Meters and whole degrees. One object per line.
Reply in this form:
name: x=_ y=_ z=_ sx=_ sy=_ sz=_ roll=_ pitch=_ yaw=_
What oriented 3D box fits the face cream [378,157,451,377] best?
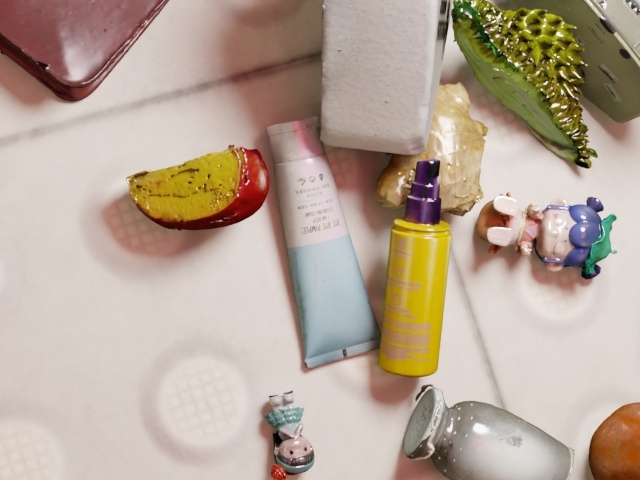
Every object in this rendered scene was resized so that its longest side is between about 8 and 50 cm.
face cream: x=0.122 y=0.032 z=1.763 sx=0.078 sy=0.078 sz=0.273 roll=1 pitch=103 yaw=-17

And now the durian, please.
durian: x=0.267 y=-0.237 z=1.834 sx=0.375 sy=0.132 sz=0.106 roll=46 pitch=64 yaw=-33

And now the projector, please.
projector: x=0.361 y=-0.285 z=1.863 sx=0.088 sy=0.193 sz=0.269 roll=-44 pitch=96 yaw=-17

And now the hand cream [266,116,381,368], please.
hand cream: x=0.000 y=0.000 z=1.795 sx=0.111 sy=0.070 sz=0.312 roll=-12 pitch=94 yaw=-20

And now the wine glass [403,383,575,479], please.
wine glass: x=0.212 y=0.266 z=1.787 sx=0.204 sy=0.111 sz=0.111 roll=25 pitch=76 yaw=-11

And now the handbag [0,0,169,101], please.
handbag: x=-0.329 y=-0.341 z=1.727 sx=0.275 sy=0.084 sz=0.260 roll=40 pitch=76 yaw=-8

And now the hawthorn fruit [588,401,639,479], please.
hawthorn fruit: x=0.444 y=0.277 z=1.828 sx=0.149 sy=0.189 sz=0.149 roll=20 pitch=60 yaw=-40

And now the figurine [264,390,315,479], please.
figurine: x=-0.043 y=0.243 z=1.747 sx=0.060 sy=0.047 sz=0.106 roll=-9 pitch=83 yaw=-26

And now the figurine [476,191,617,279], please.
figurine: x=0.303 y=-0.018 z=1.862 sx=0.195 sy=0.102 sz=0.111 roll=14 pitch=91 yaw=-12

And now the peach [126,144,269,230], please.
peach: x=-0.144 y=-0.057 z=1.715 sx=0.172 sy=0.127 sz=0.092 roll=-16 pitch=91 yaw=-15

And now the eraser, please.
eraser: x=0.090 y=-0.311 z=1.743 sx=0.150 sy=0.331 sz=0.331 roll=5 pitch=80 yaw=6

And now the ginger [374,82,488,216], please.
ginger: x=0.143 y=-0.104 z=1.821 sx=0.157 sy=0.102 sz=0.216 roll=1 pitch=83 yaw=-9
